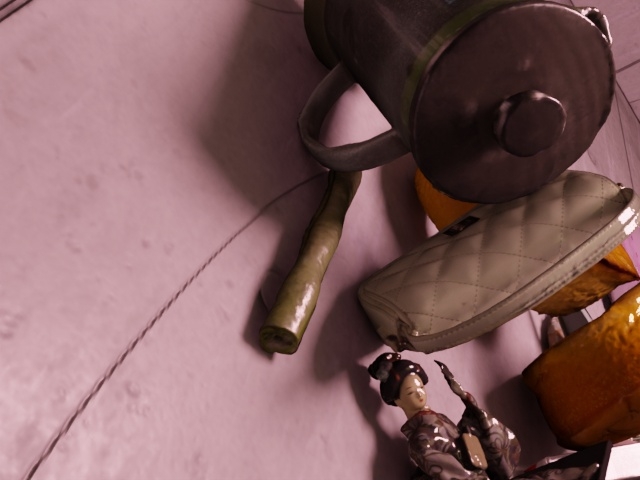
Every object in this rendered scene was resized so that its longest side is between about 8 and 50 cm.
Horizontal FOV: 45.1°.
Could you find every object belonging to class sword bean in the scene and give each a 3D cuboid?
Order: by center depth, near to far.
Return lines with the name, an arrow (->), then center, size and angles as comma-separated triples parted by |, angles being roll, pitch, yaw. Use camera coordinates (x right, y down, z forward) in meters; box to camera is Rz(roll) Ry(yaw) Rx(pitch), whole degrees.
sword bean -> 0.000, -0.001, 0.691 | 0.038, 0.043, 0.269 | 40, 36, -14

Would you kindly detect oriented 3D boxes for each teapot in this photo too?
teapot -> 0.099, -0.164, 0.742 | 0.200, 0.270, 0.337 | 51, 7, -37

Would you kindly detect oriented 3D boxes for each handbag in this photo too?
handbag -> 0.159, 0.017, 0.676 | 0.079, 0.256, 0.219 | 59, -11, -7

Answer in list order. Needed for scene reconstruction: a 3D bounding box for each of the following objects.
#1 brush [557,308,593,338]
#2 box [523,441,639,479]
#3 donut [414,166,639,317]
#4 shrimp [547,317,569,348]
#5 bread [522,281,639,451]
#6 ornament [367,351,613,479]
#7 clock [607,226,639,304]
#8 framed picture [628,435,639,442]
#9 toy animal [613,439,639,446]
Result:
brush -> 0.313, 0.030, 1.110 | 0.060, 0.068, 0.296 | 4, 54, -38
box -> 0.346, 0.265, 0.899 | 0.218, 0.055, 0.039 | -3, 59, -18
donut -> 0.242, -0.025, 0.948 | 0.303, 0.110, 0.303 | 32, 24, -16
shrimp -> 0.430, 0.169, 1.199 | 0.317, 0.077, 0.168 | -13, 76, -56
bread -> 0.352, 0.162, 0.920 | 0.142, 0.195, 0.269 | 57, -13, 19
ornament -> 0.125, 0.171, 0.675 | 0.196, 0.153, 0.166 | 54, 30, 1
clock -> 0.680, 0.100, 1.595 | 0.322, 0.113, 0.295 | 42, 36, -34
framed picture -> 0.558, 0.406, 1.275 | 0.142, 0.011, 0.183 | 15, 56, -52
toy animal -> 0.380, 0.355, 0.962 | 0.124, 0.124, 0.212 | 47, 43, -26
